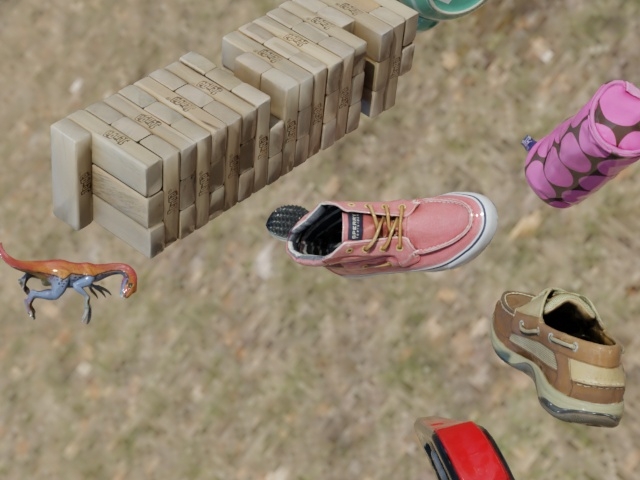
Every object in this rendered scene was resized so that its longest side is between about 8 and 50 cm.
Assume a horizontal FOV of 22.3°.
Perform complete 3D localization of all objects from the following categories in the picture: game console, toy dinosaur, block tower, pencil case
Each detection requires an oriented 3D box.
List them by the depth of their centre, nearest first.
[{"bbox_3d":[-0.180,0.029,1.194,0.082,0.090,0.047,-24,43,2],"label":"toy dinosaur"},{"bbox_3d":[-0.060,-0.104,1.299,0.335,0.097,0.091,-33,-37,-37],"label":"block tower"},{"bbox_3d":[0.194,0.360,1.639,0.060,0.387,0.342,-23,-3,-7],"label":"game console"},{"bbox_3d":[0.296,-0.108,1.781,0.098,0.095,0.209,-57,6,-19],"label":"pencil case"}]

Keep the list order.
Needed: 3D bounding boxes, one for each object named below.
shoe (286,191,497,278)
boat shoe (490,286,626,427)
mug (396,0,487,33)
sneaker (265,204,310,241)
[{"bbox_3d":[0.056,-0.005,1.347,0.178,0.081,0.063,-14,72,41],"label":"shoe"},{"bbox_3d":[0.307,0.121,2.032,0.324,0.122,0.120,-126,44,-66],"label":"boat shoe"},{"bbox_3d":[0.134,-0.289,1.725,0.129,0.097,0.158,-21,-39,-4],"label":"mug"},{"bbox_3d":[0.000,0.000,2.208,0.057,0.161,0.075,-62,-36,-29],"label":"sneaker"}]
